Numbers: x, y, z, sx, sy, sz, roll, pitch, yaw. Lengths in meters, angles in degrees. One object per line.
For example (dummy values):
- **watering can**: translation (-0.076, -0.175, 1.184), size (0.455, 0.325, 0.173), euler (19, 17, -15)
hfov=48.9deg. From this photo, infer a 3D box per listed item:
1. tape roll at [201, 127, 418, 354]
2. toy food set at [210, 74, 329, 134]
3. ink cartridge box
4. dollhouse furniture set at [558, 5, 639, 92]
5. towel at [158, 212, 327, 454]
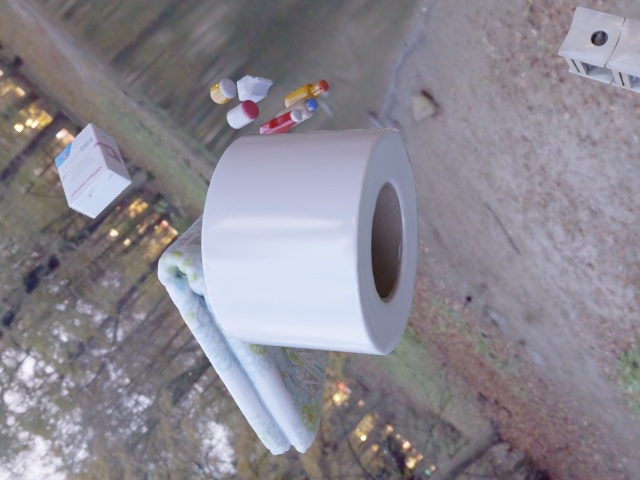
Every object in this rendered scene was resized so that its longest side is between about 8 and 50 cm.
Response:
- **tape roll**: translation (0.000, 0.000, 0.787), size (0.169, 0.246, 0.246), euler (1, 154, 21)
- **toy food set**: translation (-0.090, -0.272, 1.374), size (0.232, 0.111, 0.104), euler (2, 164, -45)
- **ink cartridge box**: translation (-0.354, -0.108, 1.094), size (0.052, 0.088, 0.122), euler (35, -162, -48)
- **dollhouse furniture set**: translation (0.419, -0.304, 0.926), size (0.129, 0.184, 0.129), euler (25, -168, 23)
- **towel**: translation (-0.105, 0.126, 1.163), size (0.375, 0.090, 0.320), euler (60, -167, -13)
